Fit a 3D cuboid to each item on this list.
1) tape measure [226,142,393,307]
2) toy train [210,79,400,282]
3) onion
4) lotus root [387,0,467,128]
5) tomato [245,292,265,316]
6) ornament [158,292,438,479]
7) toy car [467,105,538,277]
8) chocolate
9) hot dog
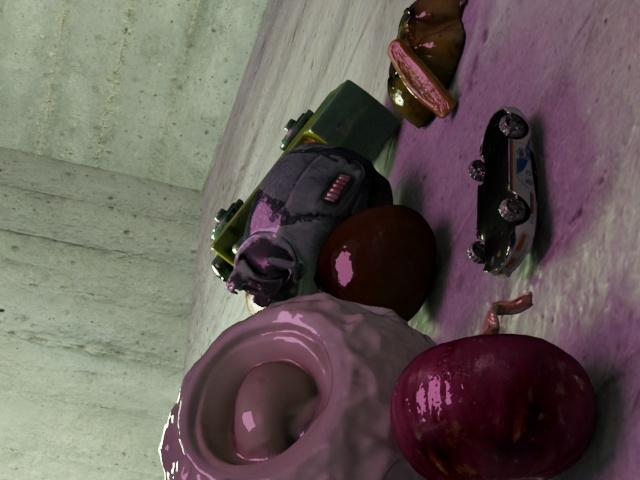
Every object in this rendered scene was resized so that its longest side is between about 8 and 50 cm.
[{"bbox_3d":[0.000,0.000,1.669,0.275,0.147,0.256,-65,-25,-11],"label":"tape measure"},{"bbox_3d":[-0.042,-0.079,1.885,0.369,0.150,0.237,-53,8,-8],"label":"toy train"},{"bbox_3d":[0.148,0.146,1.006,0.153,0.177,0.177,59,144,28],"label":"onion"},{"bbox_3d":[0.140,-0.273,1.673,0.183,0.077,0.204,-103,29,-60],"label":"lotus root"},{"bbox_3d":[-0.061,0.100,2.051,0.200,0.139,0.233,178,104,-75],"label":"tomato"},{"bbox_3d":[0.008,0.232,1.204,0.337,0.337,0.337,-168,90,-78],"label":"ornament"},{"bbox_3d":[0.199,-0.056,1.242,0.095,0.056,0.205,118,164,-51],"label":"toy car"},{"bbox_3d":[0.080,0.032,1.504,0.177,0.176,0.177,-168,90,-78],"label":"chocolate"},{"bbox_3d":[0.136,-0.220,1.588,0.044,0.028,0.137,-48,68,22],"label":"hot dog"}]
